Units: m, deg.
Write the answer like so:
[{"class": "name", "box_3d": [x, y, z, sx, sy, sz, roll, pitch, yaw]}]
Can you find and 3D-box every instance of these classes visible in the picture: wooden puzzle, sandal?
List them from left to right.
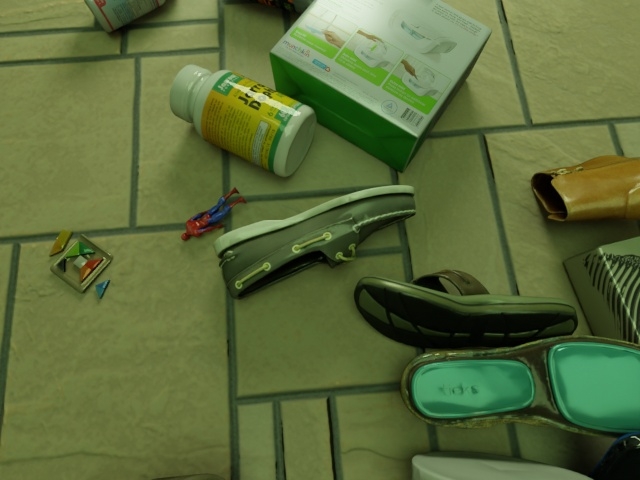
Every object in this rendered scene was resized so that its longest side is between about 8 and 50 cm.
[{"class": "wooden puzzle", "box_3d": [-0.370, 0.034, 0.648, 0.117, 0.014, 0.078, 27, 76, 6]}, {"class": "sandal", "box_3d": [0.197, 0.093, 0.599, 0.303, 0.120, 0.086, 6, 47, 0]}]

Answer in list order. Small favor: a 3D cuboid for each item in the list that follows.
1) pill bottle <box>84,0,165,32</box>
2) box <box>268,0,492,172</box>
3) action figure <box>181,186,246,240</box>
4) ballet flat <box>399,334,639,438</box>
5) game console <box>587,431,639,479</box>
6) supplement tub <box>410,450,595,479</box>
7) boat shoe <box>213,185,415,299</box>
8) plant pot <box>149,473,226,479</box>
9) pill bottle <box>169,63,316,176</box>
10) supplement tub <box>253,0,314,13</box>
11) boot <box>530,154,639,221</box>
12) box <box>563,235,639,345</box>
[{"class": "pill bottle", "box_3d": [-0.335, -0.446, 0.743, 0.160, 0.087, 0.087, -35, 77, -9]}, {"class": "box", "box_3d": [0.093, -0.286, 0.682, 0.262, 0.126, 0.231, 32, 76, 8]}, {"class": "action figure", "box_3d": [-0.171, -0.037, 0.662, 0.115, 0.030, 0.038, -35, 72, -5]}, {"class": "ballet flat", "box_3d": [0.280, 0.188, 0.552, 0.349, 0.123, 0.123, -3, 74, 7]}, {"class": "game console", "box_3d": [0.464, 0.366, 0.466, 0.294, 0.249, 0.173, 4, 31, -4]}, {"class": "supplement tub", "box_3d": [0.193, 0.414, 0.431, 0.236, 0.235, 0.324, 4, 74, 1]}, {"class": "boat shoe", "box_3d": [0.000, 0.001, 0.614, 0.306, 0.109, 0.091, -18, 76, 1]}, {"class": "plant pot", "box_3d": [-0.248, 0.419, 0.416, 0.281, 0.323, 0.322, -10, 74, 14]}, {"class": "pill bottle", "box_3d": [-0.122, -0.193, 0.659, 0.209, 0.117, 0.117, 27, 76, 7]}, {"class": "supplement tub", "box_3d": [-0.079, -0.477, 0.739, 0.191, 0.117, 0.116, 16, 75, 5]}, {"class": "boot", "box_3d": [0.440, -0.048, 0.563, 0.212, 0.295, 0.104, -10, 113, 0]}, {"class": "box", "box_3d": [0.461, 0.134, 0.584, 0.113, 0.094, 0.274, -15, 75, -4]}]
